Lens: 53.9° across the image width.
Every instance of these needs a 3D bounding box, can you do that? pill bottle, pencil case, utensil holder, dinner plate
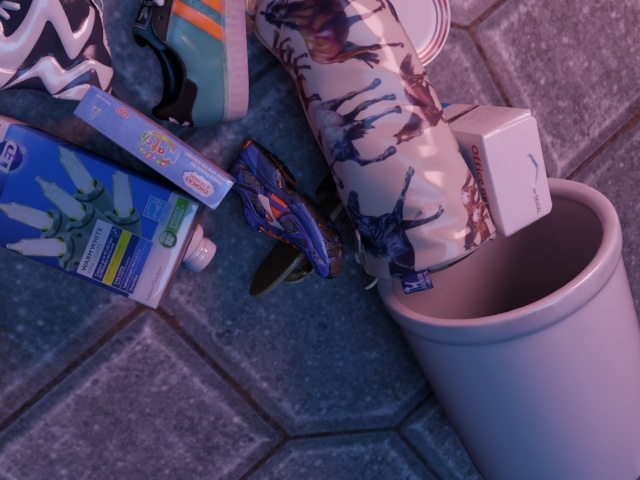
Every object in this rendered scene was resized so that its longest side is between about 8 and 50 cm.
[{"bbox_3d":[-0.194,-0.009,0.818,0.116,0.065,0.065,40,87,-26],"label":"pill bottle"},{"bbox_3d":[0.061,-0.141,0.789,0.184,0.160,0.410,-26,99,-2],"label":"pencil case"},{"bbox_3d":[0.305,0.155,0.937,0.328,0.327,0.385,-33,117,-11],"label":"utensil holder"},{"bbox_3d":[0.120,-0.312,0.891,0.141,0.017,0.141,-6,107,-21],"label":"dinner plate"}]

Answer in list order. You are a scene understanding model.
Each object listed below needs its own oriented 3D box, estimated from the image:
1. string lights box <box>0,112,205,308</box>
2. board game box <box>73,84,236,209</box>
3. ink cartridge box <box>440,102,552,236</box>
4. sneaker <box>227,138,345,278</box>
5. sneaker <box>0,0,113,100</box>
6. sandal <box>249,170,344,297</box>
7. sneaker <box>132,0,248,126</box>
[{"bbox_3d":[-0.278,-0.036,0.722,0.260,0.077,0.133,23,96,-5],"label":"string lights box"},{"bbox_3d":[-0.169,-0.098,0.699,0.160,0.211,0.039,35,90,-9],"label":"board game box"},{"bbox_3d":[0.210,-0.106,0.883,0.086,0.203,0.148,-27,113,-16],"label":"ink cartridge box"},{"bbox_3d":[-0.049,-0.030,0.823,0.087,0.221,0.083,-44,156,12],"label":"sneaker"},{"bbox_3d":[-0.342,-0.238,0.675,0.235,0.094,0.153,2,103,-24],"label":"sneaker"},{"bbox_3d":[0.003,0.001,0.894,0.079,0.088,0.240,38,83,-25],"label":"sandal"},{"bbox_3d":[-0.160,-0.281,0.730,0.121,0.108,0.302,-13,111,-24],"label":"sneaker"}]
